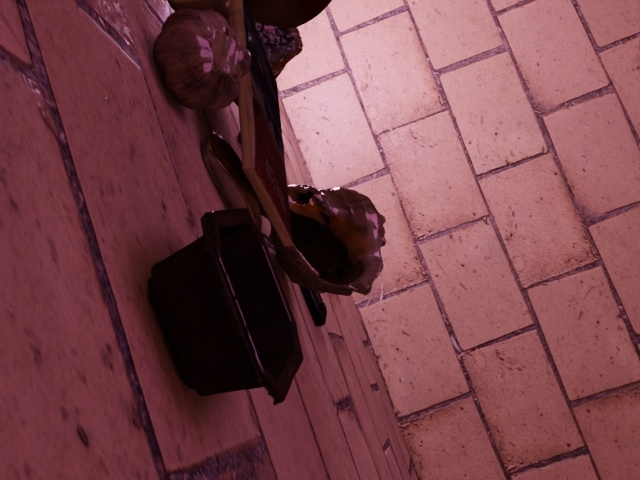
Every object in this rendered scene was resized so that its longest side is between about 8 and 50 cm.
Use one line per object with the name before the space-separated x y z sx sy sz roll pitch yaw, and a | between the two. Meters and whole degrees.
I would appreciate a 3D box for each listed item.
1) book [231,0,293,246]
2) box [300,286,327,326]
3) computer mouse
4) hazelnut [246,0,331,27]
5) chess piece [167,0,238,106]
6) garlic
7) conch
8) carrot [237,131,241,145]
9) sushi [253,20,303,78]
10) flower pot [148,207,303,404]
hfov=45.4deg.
book | -0.100 -0.208 1.320 0.262 0.028 0.373 69 12 -61
box | -0.017 0.126 1.738 0.125 0.027 0.126 -84 153 -79
computer mouse | -0.129 -0.078 1.202 0.102 0.045 0.199 -98 167 -58
hazelnut | -0.133 -0.630 1.554 0.409 0.359 0.359 35 25 -34
chess piece | -0.185 -0.368 1.444 0.300 0.137 0.137 71 2 -51
garlic | -0.173 -0.254 1.081 0.159 0.102 0.147 -52 129 -51
conch | -0.003 0.008 1.503 0.186 0.324 0.263 -58 -143 34
carrot | -0.148 -0.192 1.586 0.093 0.032 0.032 69 4 -51
sushi | -0.145 -0.496 1.807 0.139 0.184 0.274 -20 -78 50
flower pot | -0.092 0.065 0.744 0.251 0.084 0.178 -36 106 -84
